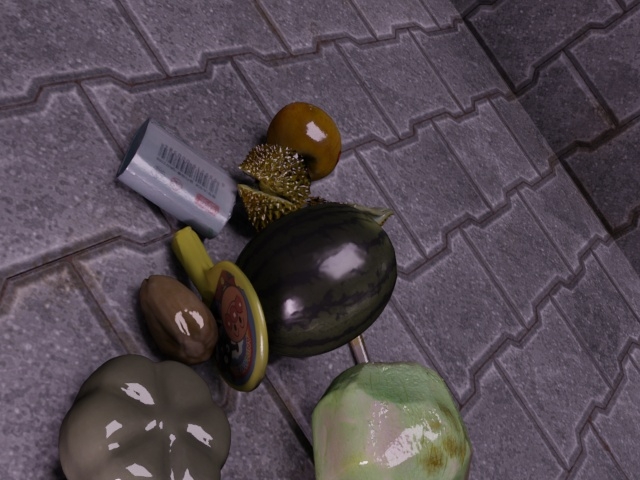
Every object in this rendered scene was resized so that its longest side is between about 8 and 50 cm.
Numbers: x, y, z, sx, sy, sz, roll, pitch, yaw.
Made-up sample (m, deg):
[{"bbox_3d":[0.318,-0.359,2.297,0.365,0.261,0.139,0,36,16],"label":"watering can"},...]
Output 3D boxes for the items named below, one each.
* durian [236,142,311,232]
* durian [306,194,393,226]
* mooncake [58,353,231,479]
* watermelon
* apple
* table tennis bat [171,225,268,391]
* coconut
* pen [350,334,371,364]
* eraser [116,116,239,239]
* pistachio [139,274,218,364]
[{"bbox_3d":[-0.087,-0.121,1.765,0.237,0.137,0.193,-86,158,-67],"label":"durian"},{"bbox_3d":[0.049,-0.059,1.908,0.252,0.139,0.144,17,46,-39],"label":"durian"},{"bbox_3d":[-0.259,0.299,1.245,0.275,0.135,0.275,28,34,-21],"label":"mooncake"},{"bbox_3d":[-0.021,0.081,1.588,0.359,0.279,0.279,-29,83,-19],"label":"watermelon"},{"bbox_3d":[-0.038,-0.225,1.916,0.182,0.182,0.155,31,44,-28],"label":"apple"},{"bbox_3d":[-0.186,0.107,1.482,0.054,0.224,0.369,-8,47,-32],"label":"table tennis bat"},{"bbox_3d":[0.133,0.392,1.518,0.328,0.281,0.328,31,40,-29],"label":"coconut"},{"bbox_3d":[0.099,0.273,1.787,0.040,0.032,0.233,31,38,-64],"label":"pen"},{"bbox_3d":[-0.280,-0.125,1.645,0.227,0.081,0.174,35,37,-23],"label":"eraser"},{"bbox_3d":[-0.252,0.135,1.449,0.185,0.108,0.126,53,6,8],"label":"pistachio"}]
